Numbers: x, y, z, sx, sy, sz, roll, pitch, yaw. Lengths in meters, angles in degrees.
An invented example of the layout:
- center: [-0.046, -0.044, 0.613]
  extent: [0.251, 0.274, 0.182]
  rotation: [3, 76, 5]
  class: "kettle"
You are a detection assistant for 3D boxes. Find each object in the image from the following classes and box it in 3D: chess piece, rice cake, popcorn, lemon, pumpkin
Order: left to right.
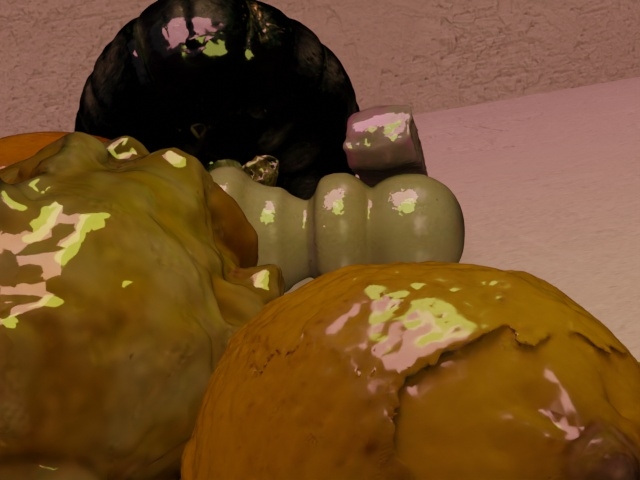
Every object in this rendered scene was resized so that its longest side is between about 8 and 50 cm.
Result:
- center: [-0.147, 0.052, 0.986]
  extent: [0.252, 0.215, 0.286]
  rotation: [-1, 14, 13]
  class: "popcorn"
- center: [-0.099, -0.082, 1.681]
  extent: [0.296, 0.296, 0.296]
  rotation: [-9, 8, 1]
  class: "pumpkin"
- center: [0.000, 0.000, 1.484]
  extent: [0.251, 0.144, 0.144]
  rotation: [-2, 9, 6]
  class: "chess piece"
- center: [0.070, -0.066, 1.658]
  extent: [0.070, 0.064, 0.399]
  rotation: [-8, -9, 4]
  class: "rice cake"
- center: [0.037, 0.090, 0.628]
  extent: [0.180, 0.181, 0.193]
  rotation: [-17, 33, -42]
  class: "lemon"

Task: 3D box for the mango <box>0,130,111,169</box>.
- center: [-0.240, -0.013, 1.458]
  extent: [0.199, 0.201, 0.350]
  rotation: [-46, -12, 4]
  class: "mango"
